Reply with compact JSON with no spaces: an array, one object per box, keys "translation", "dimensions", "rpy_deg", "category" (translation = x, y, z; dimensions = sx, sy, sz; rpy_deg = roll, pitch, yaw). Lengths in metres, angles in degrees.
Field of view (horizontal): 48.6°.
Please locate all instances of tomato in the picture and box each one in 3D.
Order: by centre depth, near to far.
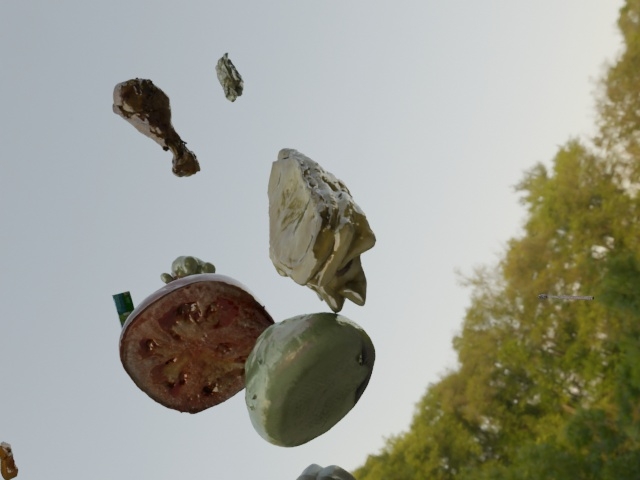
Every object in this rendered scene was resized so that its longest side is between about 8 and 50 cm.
[{"translation":[-0.266,0.194,1.529],"dimensions":[0.338,0.143,0.338],"rpy_deg":[-8,-61,-14],"category":"tomato"}]

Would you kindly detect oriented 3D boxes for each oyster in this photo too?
[{"translation":[-0.176,-0.315,1.378],"dimensions":[0.100,0.037,0.098],"rpy_deg":[-48,-65,-76],"category":"oyster"}]

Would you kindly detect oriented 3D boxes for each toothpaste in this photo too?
[{"translation":[-0.546,0.228,2.010],"dimensions":[0.050,0.065,0.266],"rpy_deg":[-14,-25,-16],"category":"toothpaste"}]

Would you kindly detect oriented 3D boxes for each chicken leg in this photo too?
[{"translation":[-0.337,-0.236,1.481],"dimensions":[0.107,0.251,0.087],"rpy_deg":[-36,-1,11],"category":"chicken leg"}]

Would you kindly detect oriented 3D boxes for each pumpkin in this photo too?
[{"translation":[-0.778,0.544,1.766],"dimensions":[0.035,0.101,0.073],"rpy_deg":[-22,-13,-12],"category":"pumpkin"}]

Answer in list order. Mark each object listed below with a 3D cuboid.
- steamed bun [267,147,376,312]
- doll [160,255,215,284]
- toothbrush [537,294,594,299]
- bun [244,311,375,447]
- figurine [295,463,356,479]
[{"translation":[0.000,0.000,1.338],"dimensions":[0.189,0.428,0.247],"rpy_deg":[23,-76,-22],"category":"steamed bun"},{"translation":[-0.373,0.151,1.914],"dimensions":[0.155,0.113,0.275],"rpy_deg":[2,-62,-43],"category":"doll"},{"translation":[0.390,0.091,1.131],"dimensions":[0.008,0.097,0.006],"rpy_deg":[-26,-75,-38],"category":"toothbrush"},{"translation":[-0.038,0.242,1.337],"dimensions":[0.283,0.179,0.283],"rpy_deg":[-26,-43,-27],"category":"bun"},{"translation":[0.025,0.600,1.536],"dimensions":[0.133,0.176,0.236],"rpy_deg":[-57,-42,-60],"category":"figurine"}]
